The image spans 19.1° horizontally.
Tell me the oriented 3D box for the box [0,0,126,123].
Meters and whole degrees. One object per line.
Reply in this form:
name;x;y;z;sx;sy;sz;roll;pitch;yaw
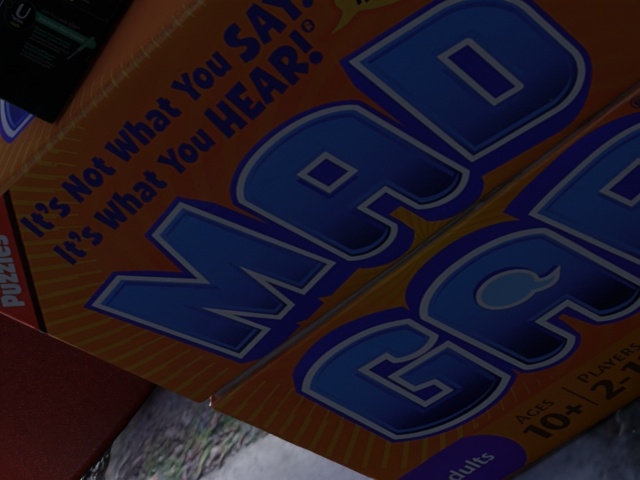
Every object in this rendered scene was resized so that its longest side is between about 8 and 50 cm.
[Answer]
box;-0.126;-0.106;0.847;0.083;0.052;0.062;-58;31;10

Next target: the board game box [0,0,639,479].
board game box;0.049;-0.135;1.011;0.356;0.356;0.356;-39;37;36

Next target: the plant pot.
plant pot;-0.243;0.022;1.461;0.236;0.267;0.267;-34;39;21
